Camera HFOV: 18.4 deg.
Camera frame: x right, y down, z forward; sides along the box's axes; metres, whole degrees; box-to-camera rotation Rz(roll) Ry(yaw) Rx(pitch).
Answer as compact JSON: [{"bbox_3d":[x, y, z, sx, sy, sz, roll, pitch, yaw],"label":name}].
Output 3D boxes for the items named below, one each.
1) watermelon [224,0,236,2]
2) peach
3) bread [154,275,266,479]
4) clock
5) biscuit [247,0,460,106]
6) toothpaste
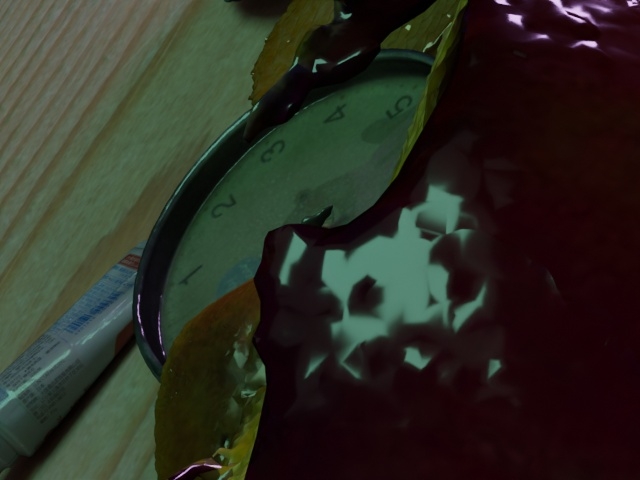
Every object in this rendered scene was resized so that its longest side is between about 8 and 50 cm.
[{"bbox_3d":[-0.048,-0.266,1.655,0.231,0.128,0.146,-170,91,-73],"label":"watermelon"},{"bbox_3d":[0.092,0.045,0.788,0.339,0.353,0.416,-60,34,32],"label":"peach"},{"bbox_3d":[-0.009,0.088,1.031,0.129,0.134,0.260,-5,63,38],"label":"bread"},{"bbox_3d":[0.000,0.000,1.235,0.281,0.055,0.280,-26,40,24],"label":"clock"},{"bbox_3d":[0.050,-0.167,1.434,0.254,0.035,0.254,-33,29,21],"label":"biscuit"},{"bbox_3d":[-0.184,0.084,1.435,0.234,0.057,0.089,-50,29,-18],"label":"toothpaste"}]
